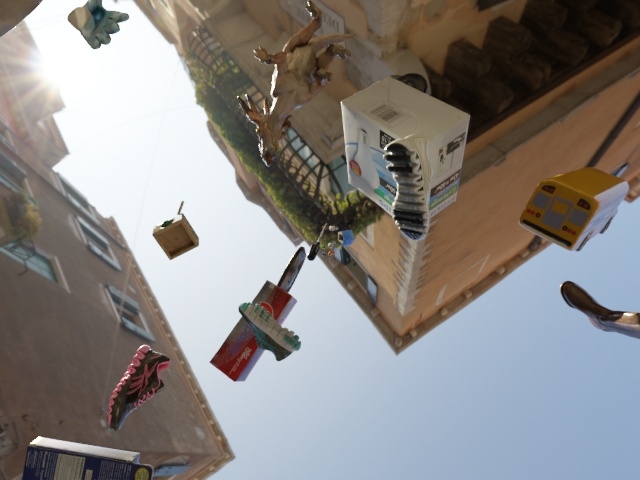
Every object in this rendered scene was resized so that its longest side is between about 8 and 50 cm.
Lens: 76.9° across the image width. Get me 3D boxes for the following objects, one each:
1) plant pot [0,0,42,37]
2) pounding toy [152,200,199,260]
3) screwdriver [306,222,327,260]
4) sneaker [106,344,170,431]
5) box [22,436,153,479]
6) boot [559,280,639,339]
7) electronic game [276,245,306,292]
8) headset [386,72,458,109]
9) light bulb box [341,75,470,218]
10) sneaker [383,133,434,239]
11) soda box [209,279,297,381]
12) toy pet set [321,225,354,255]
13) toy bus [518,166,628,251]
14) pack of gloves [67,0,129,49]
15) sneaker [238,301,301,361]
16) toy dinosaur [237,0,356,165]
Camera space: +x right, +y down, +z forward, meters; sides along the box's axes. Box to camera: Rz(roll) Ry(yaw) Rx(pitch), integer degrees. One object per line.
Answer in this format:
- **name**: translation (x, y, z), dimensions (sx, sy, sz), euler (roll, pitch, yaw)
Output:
- **plant pot**: translation (-0.357, -0.326, 0.269), dimensions (0.257, 0.274, 0.256), euler (-5, -105, 18)
- **pounding toy**: translation (-0.487, -0.036, 1.367), dimensions (0.130, 0.141, 0.100), euler (-27, -152, -4)
- **screwdriver**: translation (0.000, 0.000, 0.977), dimensions (0.025, 0.024, 0.170), euler (27, -146, 4)
- **sneaker**: translation (-0.245, 0.203, 0.553), dimensions (0.057, 0.047, 0.119), euler (21, -135, -7)
- **box**: translation (-0.419, 0.448, 0.732), dimensions (0.225, 0.036, 0.136), euler (11, -89, -1)
- **boot**: translation (0.423, 0.102, 0.588), dimensions (0.106, 0.114, 0.037), euler (41, -92, -2)
- **electronic game**: translation (-0.112, 0.123, 1.401), dimensions (0.048, 0.229, 0.229), euler (27, -113, 4)
- **headset**: translation (0.369, -0.513, 1.575), dimensions (0.185, 0.243, 0.394), euler (-53, -142, 1)
- **light bulb box**: translation (0.272, -0.292, 1.364), dimensions (0.225, 0.361, 0.358), euler (-32, -128, -17)
- **sneaker**: translation (0.248, -0.133, 1.042), dimensions (0.110, 0.292, 0.118), euler (19, -136, 41)
- **soda box**: translation (-0.174, 0.243, 1.087), dimensions (0.092, 0.083, 0.263), euler (31, -102, 16)
- **toy pet set**: translation (0.069, 0.003, 1.586), dimensions (0.114, 0.122, 0.065), euler (-8, -164, -25)
- **toy bus**: translation (0.531, -0.071, 0.831), dimensions (0.333, 0.130, 0.108), euler (-16, -140, -42)
- **pack of gloves**: translation (-0.333, -0.409, 0.640), dimensions (0.195, 0.046, 0.232), euler (-49, -126, 4)
- **sneaker**: translation (-0.127, 0.210, 0.908), dimensions (0.166, 0.065, 0.076), euler (41, -70, 3)
- **toy dinosaur**: translation (-0.054, -0.308, 0.770), dimensions (0.127, 0.200, 0.295), euler (36, -114, -12)
